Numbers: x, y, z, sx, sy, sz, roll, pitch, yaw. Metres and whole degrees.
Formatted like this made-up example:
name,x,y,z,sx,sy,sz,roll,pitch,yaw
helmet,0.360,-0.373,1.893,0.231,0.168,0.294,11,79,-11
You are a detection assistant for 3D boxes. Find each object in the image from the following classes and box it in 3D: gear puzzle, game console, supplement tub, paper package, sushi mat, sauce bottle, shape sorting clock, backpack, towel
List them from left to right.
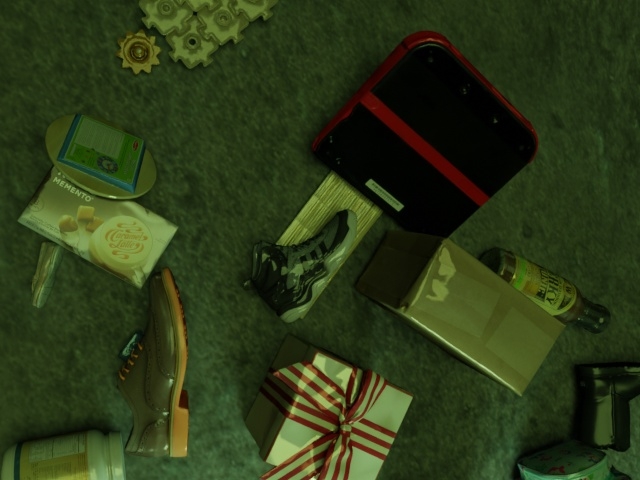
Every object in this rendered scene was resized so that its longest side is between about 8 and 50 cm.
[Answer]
name,x,y,z,sx,sy,sz,roll,pitch,yaw
supplement tub,-0.466,0.430,1.168,0.199,0.144,0.144,-6,93,-17
shape sorting clock,-0.400,-0.154,1.168,0.206,0.206,0.040,26,127,-16
towel,-0.336,0.236,1.263,0.119,0.029,0.067,39,79,-16
gear puzzle,-0.255,-0.439,1.267,0.339,0.044,0.175,-41,104,-9
sushi mat,0.000,0.000,1.368,0.151,0.019,0.316,39,80,-14
game console,0.228,-0.200,1.326,0.386,0.060,0.342,36,113,-23
paper package,0.270,0.133,1.304,0.325,0.309,0.168,34,86,-15
sauce bottle,0.528,0.125,1.491,0.344,0.111,0.111,23,85,-18
backpack,0.583,0.578,1.441,0.225,0.253,0.191,-15,97,-14

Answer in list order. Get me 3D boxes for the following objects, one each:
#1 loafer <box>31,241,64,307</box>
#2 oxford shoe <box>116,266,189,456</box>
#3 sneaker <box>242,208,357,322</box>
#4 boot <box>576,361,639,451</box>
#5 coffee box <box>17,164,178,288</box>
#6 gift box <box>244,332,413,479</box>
name,x,y,z,sx,sy,sz,roll,pitch,yaw
loafer,-0.522,0.063,1.198,0.039,0.045,0.125,16,80,0
oxford shoe,-0.316,0.232,1.191,0.132,0.130,0.364,-1,91,-12
sneaker,-0.044,0.023,1.291,0.153,0.101,0.268,36,84,-16
boot,0.749,0.409,1.573,0.246,0.094,0.207,0,88,-11
coffee box,-0.412,-0.031,1.195,0.246,0.098,0.141,33,82,-16
gift box,-0.009,0.343,1.251,0.276,0.258,0.255,23,84,-18
